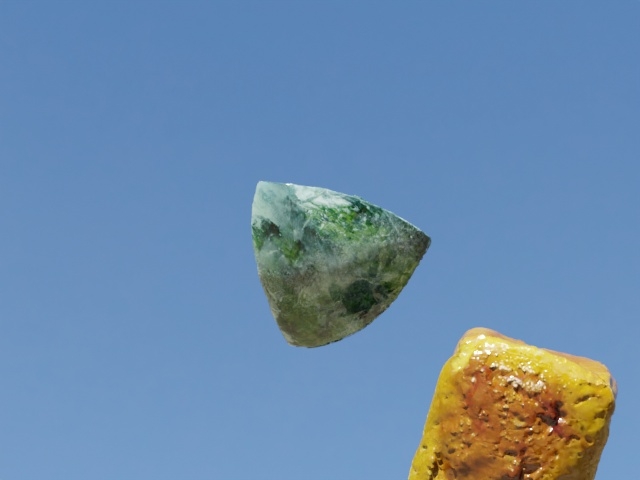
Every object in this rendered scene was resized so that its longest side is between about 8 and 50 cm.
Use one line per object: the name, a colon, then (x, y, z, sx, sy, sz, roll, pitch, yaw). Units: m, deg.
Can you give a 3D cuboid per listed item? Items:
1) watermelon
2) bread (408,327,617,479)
watermelon: (0.000, 0.000, 0.784, 0.085, 0.061, 0.085, -1, -75, -2)
bread: (0.125, 0.206, 1.232, 0.139, 0.271, 0.077, 19, 7, 11)
